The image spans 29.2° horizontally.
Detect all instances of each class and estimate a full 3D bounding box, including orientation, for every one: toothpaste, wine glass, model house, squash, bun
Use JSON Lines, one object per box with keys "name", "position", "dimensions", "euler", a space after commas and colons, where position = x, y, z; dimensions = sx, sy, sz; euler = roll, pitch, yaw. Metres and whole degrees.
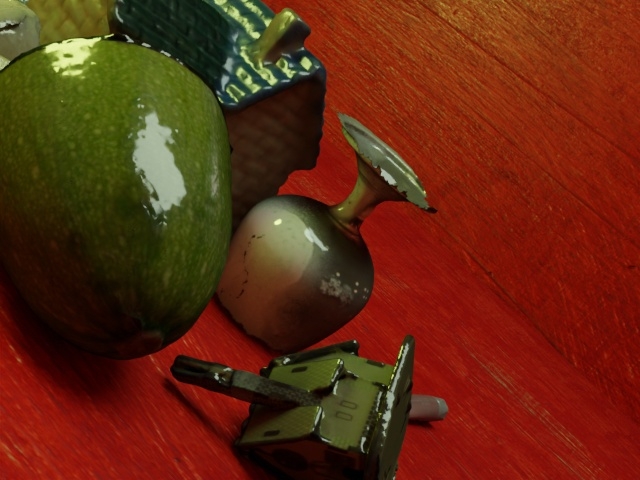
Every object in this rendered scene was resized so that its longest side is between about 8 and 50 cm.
{"name": "toothpaste", "position": [0.139, 0.268, 1.975], "dimensions": [0.194, 0.043, 0.067], "euler": [15, 29, -51]}
{"name": "wine glass", "position": [0.000, 0.000, 1.821], "dimensions": [0.238, 0.323, 0.238], "euler": [42, 11, -11]}
{"name": "model house", "position": [-0.037, 0.210, 1.477], "dimensions": [0.279, 0.218, 0.205], "euler": [12, 51, 12]}
{"name": "squash", "position": [-0.238, -0.021, 1.328], "dimensions": [0.310, 0.310, 0.309], "euler": [34, 24, -29]}
{"name": "bun", "position": [-0.487, -0.251, 1.615], "dimensions": [0.239, 0.141, 0.239], "euler": [6, 17, -2]}
{"name": "model house", "position": [-0.244, -0.264, 1.857], "dimensions": [0.445, 0.400, 0.395], "euler": [27, 21, -46]}

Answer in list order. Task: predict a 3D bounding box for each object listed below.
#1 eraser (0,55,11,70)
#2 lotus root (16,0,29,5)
{"name": "eraser", "position": [-0.406, -0.148, 1.462], "dimensions": [0.117, 0.172, 0.058], "euler": [31, 47, -34]}
{"name": "lotus root", "position": [-0.466, -0.423, 2.314], "dimensions": [0.140, 0.158, 0.322], "euler": [36, 18, 10]}
